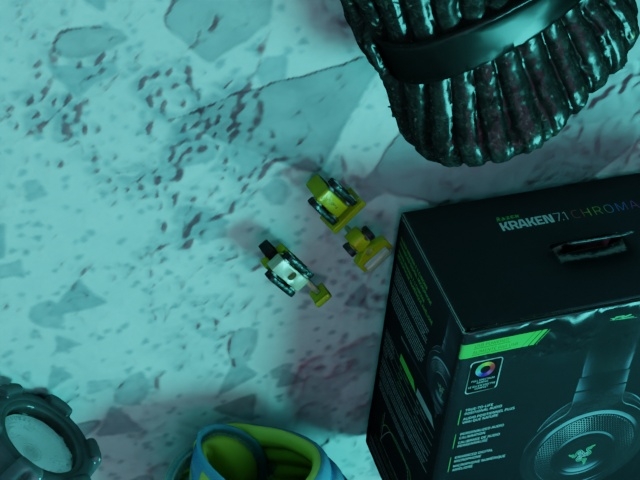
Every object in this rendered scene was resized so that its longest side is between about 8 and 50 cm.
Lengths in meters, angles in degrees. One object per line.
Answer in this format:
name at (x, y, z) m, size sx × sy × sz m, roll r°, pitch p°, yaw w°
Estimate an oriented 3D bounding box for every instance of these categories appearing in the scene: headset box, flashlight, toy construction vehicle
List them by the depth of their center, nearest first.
toy construction vehicle at (0.000, 0.000, 1.266) m, size 0.086 × 0.035 × 0.098 m, roll -45°, pitch 137°, yaw 6°
flashlight at (-0.286, 0.238, 1.322) m, size 0.103 × 0.103 × 0.304 m, roll 19°, pitch 121°, yaw -41°
headset box at (0.181, 0.087, 1.357) m, size 0.246 × 0.131 × 0.283 m, roll -9°, pitch 135°, yaw -17°

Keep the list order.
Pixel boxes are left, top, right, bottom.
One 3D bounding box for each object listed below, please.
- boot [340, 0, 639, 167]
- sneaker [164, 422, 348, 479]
boot at (0.152, -0.207, 1.043) m, size 0.348 × 0.131 × 0.260 m, roll -25°, pitch 132°, yaw 17°
sneaker at (-0.101, 0.247, 1.414) m, size 0.319 × 0.127 × 0.208 m, roll -25°, pitch 124°, yaw 14°
